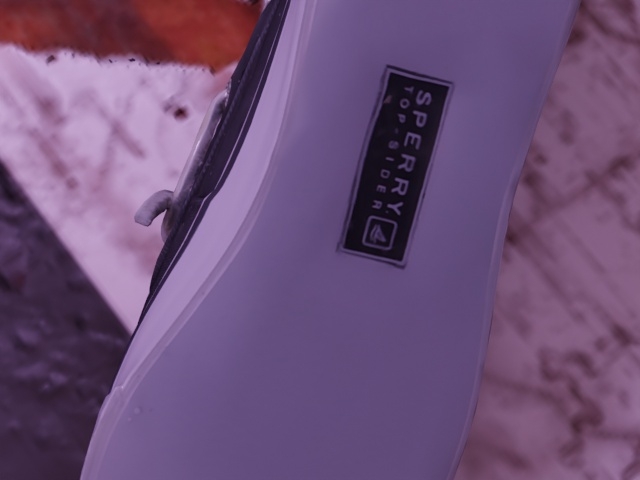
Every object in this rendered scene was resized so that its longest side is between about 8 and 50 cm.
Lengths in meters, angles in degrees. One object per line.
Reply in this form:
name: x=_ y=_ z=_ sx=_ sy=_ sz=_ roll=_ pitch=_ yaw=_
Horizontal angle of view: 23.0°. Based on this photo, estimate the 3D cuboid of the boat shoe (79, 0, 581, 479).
boat shoe: x=-0.004 y=-0.002 z=0.509 sx=0.113 sy=0.105 sz=0.306 roll=13 pitch=96 yaw=-11
